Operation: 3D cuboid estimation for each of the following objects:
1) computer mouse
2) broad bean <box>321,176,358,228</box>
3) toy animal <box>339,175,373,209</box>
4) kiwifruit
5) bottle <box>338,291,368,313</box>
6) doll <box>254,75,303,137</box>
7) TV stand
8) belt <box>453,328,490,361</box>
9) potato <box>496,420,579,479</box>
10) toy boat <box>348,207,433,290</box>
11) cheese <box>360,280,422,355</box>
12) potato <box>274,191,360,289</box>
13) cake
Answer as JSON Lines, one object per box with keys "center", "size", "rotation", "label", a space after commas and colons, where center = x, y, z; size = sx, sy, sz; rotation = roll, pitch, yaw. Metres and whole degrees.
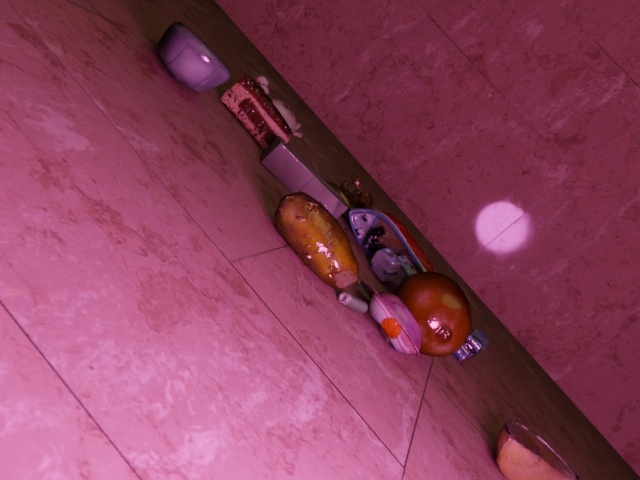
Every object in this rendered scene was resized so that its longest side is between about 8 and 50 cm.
{"center": [-0.341, -0.474, 1.699], "size": [0.188, 0.122, 0.371], "rotation": [45, 6, -24], "label": "computer mouse"}
{"center": [0.086, -0.101, 2.108], "size": [0.339, 0.061, 0.077], "rotation": [48, 5, -2], "label": "broad bean"}
{"center": [0.146, -0.142, 2.372], "size": [0.157, 0.097, 0.312], "rotation": [50, 13, -16], "label": "toy animal"}
{"center": [0.272, 0.182, 1.592], "size": [0.196, 0.196, 0.234], "rotation": [43, 11, -21], "label": "kiwifruit"}
{"center": [0.072, 0.136, 1.423], "size": [0.083, 0.030, 0.030], "rotation": [32, 20, -48], "label": "bottle"}
{"center": [-0.165, -0.432, 2.192], "size": [0.275, 0.113, 0.155], "rotation": [44, 20, -46], "label": "doll"}
{"center": [-0.046, -0.165, 1.828], "size": [0.269, 0.083, 0.088], "rotation": [42, 12, -19], "label": "TV stand"}
{"center": [0.470, 0.324, 2.038], "size": [0.072, 0.087, 0.302], "rotation": [55, 14, 17], "label": "belt"}
{"center": [0.461, 0.491, 1.491], "size": [0.243, 0.098, 0.138], "rotation": [36, 12, -19], "label": "potato"}
{"center": [0.186, 0.019, 1.942], "size": [0.133, 0.145, 0.332], "rotation": [-3, 45, -37], "label": "toy boat"}
{"center": [0.156, 0.170, 1.478], "size": [0.189, 0.074, 0.286], "rotation": [58, -4, -23], "label": "cheese"}
{"center": [0.000, 0.000, 1.409], "size": [0.251, 0.113, 0.149], "rotation": [47, 14, -1], "label": "potato"}
{"center": [-0.170, -0.363, 1.945], "size": [0.246, 0.112, 0.135], "rotation": [49, 10, 8], "label": "cake"}
